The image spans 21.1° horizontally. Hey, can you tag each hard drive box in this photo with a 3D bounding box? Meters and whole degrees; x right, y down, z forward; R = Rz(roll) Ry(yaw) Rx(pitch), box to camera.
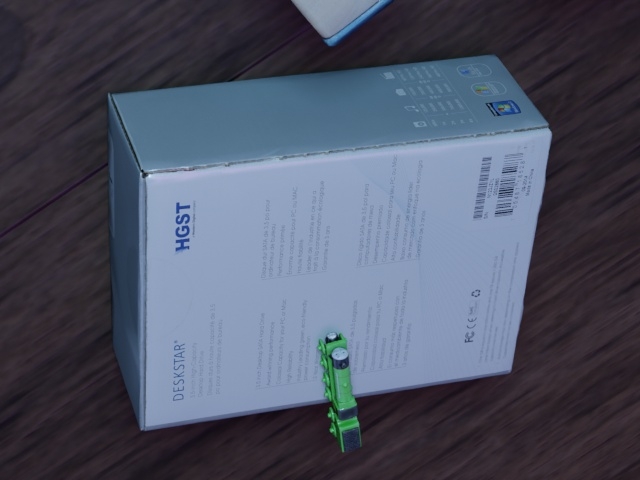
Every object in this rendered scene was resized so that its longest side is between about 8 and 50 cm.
[{"bbox_3d":[0.000,0.000,0.989,0.232,0.089,0.181,-7,127,-17],"label":"hard drive box"}]

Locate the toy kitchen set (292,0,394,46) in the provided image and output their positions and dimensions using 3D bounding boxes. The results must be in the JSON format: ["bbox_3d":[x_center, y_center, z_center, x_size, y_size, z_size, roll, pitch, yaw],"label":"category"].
[{"bbox_3d":[0.091,-0.162,0.884,0.207,0.122,0.166,-37,129,8],"label":"toy kitchen set"}]

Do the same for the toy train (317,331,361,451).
[{"bbox_3d":[0.012,0.088,0.986,0.017,0.024,0.083,-16,130,-10],"label":"toy train"}]
